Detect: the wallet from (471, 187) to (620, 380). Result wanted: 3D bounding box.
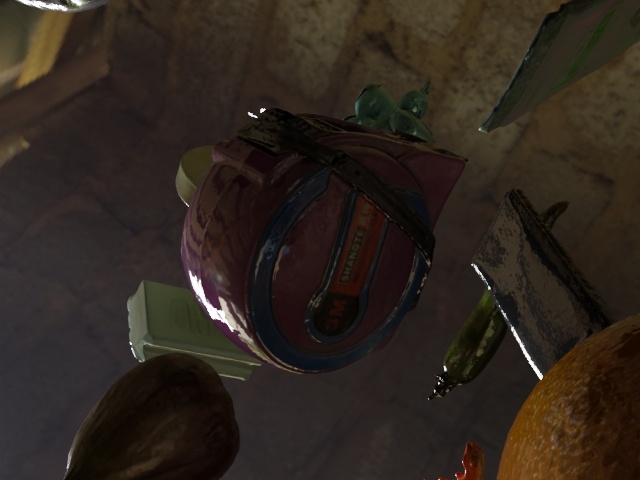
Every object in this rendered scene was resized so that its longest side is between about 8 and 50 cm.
[{"bbox_3d":[0.235,0.061,0.995,0.025,0.244,0.124,3,-51,-25],"label":"wallet"}]

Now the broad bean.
[{"bbox_3d":[0.248,0.087,1.283,0.338,0.061,0.077,-64,-20,12],"label":"broad bean"}]

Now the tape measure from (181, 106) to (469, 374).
[{"bbox_3d":[0.000,0.000,0.842,0.245,0.149,0.231,11,-75,-39],"label":"tape measure"}]

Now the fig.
[{"bbox_3d":[-0.223,0.249,1.049,0.274,0.146,0.170,-32,-58,-32],"label":"fig"}]

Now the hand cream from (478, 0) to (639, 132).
[{"bbox_3d":[0.193,-0.142,0.561,0.275,0.050,0.079,-32,-49,-38],"label":"hand cream"}]

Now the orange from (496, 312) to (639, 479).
[{"bbox_3d":[0.166,0.118,0.367,0.206,0.206,0.206,-53,-11,-15],"label":"orange"}]

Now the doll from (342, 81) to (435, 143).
[{"bbox_3d":[0.073,-0.141,1.153,0.159,0.059,0.158,-25,35,36],"label":"doll"}]

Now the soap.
[{"bbox_3d":[-0.191,0.139,1.420,0.066,0.198,0.119,-50,39,35],"label":"soap"}]

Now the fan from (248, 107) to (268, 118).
[{"bbox_3d":[-0.083,-0.181,1.396,0.004,0.083,0.056,-40,-40,-25],"label":"fan"}]

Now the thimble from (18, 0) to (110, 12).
[{"bbox_3d":[-0.216,-0.315,0.768,0.157,0.246,0.217,-46,-50,-38],"label":"thimble"}]

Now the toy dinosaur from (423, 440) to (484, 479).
[{"bbox_3d":[0.134,0.340,1.048,0.070,0.117,0.288,-37,-40,-55],"label":"toy dinosaur"}]

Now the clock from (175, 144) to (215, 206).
[{"bbox_3d":[-0.049,-0.048,1.046,0.235,0.235,0.029,-33,-34,-64],"label":"clock"}]
